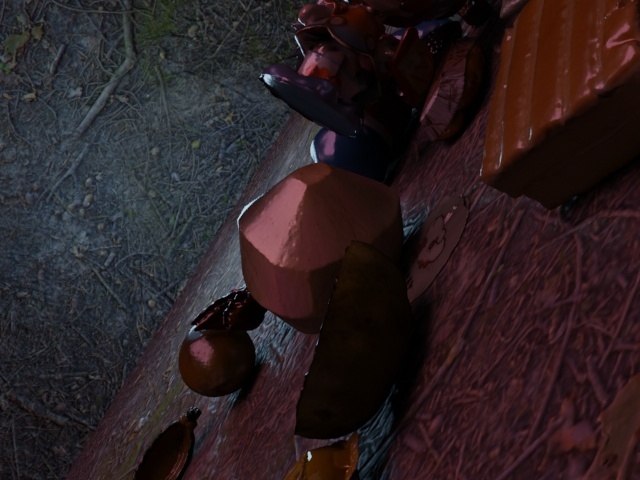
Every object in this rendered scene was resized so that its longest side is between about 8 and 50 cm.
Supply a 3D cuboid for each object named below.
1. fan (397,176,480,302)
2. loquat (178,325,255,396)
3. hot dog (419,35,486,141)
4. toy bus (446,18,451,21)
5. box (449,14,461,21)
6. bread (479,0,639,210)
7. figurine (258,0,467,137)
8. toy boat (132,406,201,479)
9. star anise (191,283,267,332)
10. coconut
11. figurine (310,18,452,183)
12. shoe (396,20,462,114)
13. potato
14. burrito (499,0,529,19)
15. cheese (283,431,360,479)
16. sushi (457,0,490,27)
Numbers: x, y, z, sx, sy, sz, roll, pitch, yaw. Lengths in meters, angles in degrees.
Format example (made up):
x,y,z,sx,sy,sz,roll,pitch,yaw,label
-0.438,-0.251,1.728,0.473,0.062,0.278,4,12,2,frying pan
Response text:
x,y,z,sx,sy,sz,roll,pitch,yaw,label
0.181,-0.043,1.286,0.329,0.009,0.191,-55,11,15,fan
-0.198,0.228,1.834,0.152,0.152,0.195,-55,30,13,loquat
0.218,-0.255,1.550,0.131,0.069,0.253,-61,5,38,hot dog
0.272,-0.492,1.978,0.083,0.046,0.038,-58,12,8,toy bus
0.330,-0.579,1.851,0.274,0.091,0.221,-62,13,-13,box
0.276,-0.188,0.946,0.239,0.111,0.246,-42,29,54,bread
0.081,-0.373,1.596,0.388,0.276,0.248,-61,7,-4,figurine
-0.305,0.431,1.877,0.229,0.089,0.088,-59,-3,-22,toy boat
-0.109,0.097,1.789,0.288,0.088,0.288,-30,9,5,star anise
0.000,0.000,1.399,0.259,0.259,0.259,-54,12,17,coconut
0.088,-0.262,1.812,0.243,0.298,0.416,18,66,32,figurine
0.204,-0.303,1.693,0.074,0.077,0.194,1,52,48,shoe
0.051,0.126,1.136,0.160,0.111,0.272,98,-172,-47,potato
0.327,-0.394,1.500,0.118,0.044,0.074,-45,20,39,burrito
-0.029,0.325,1.058,0.270,0.069,0.177,-57,11,16,cheese
0.277,-0.430,1.765,0.061,0.060,0.118,-55,12,-8,sushi
